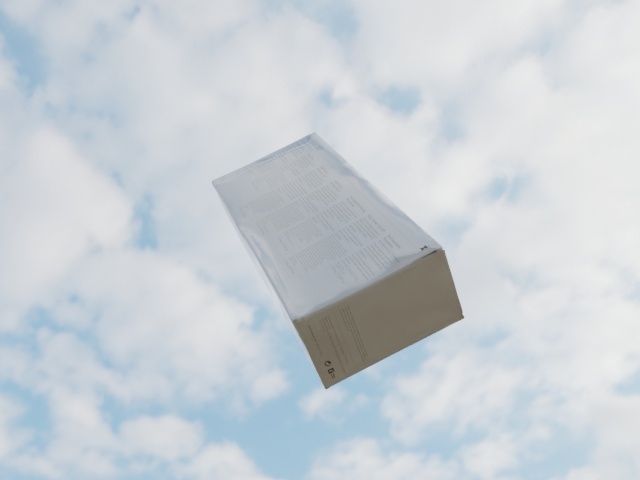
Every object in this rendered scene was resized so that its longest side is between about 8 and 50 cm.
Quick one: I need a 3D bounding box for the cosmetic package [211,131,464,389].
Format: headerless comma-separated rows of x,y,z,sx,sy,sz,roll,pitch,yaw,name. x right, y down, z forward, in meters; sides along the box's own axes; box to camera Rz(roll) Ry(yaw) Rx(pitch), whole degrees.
0.000,0.000,0.554,0.098,0.239,0.060,-27,-60,-6,cosmetic package
